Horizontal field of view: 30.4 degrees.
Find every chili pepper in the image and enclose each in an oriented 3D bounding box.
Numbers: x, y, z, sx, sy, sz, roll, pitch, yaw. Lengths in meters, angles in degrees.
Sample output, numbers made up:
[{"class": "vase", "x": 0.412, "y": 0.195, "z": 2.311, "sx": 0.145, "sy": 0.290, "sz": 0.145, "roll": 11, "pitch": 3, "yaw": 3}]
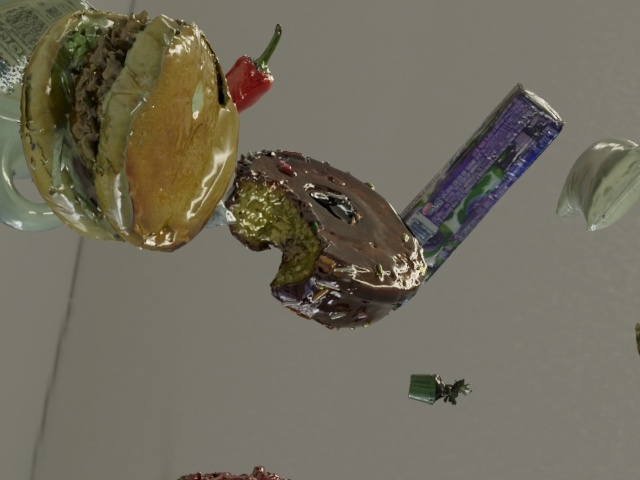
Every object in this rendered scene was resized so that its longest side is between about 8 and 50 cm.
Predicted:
[{"class": "chili pepper", "x": -0.219, "y": -0.255, "z": 2.075, "sx": 0.092, "sy": 0.368, "sz": 0.137, "roll": -100, "pitch": 169, "yaw": -60}]

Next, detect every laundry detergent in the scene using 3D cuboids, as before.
[{"class": "laundry detergent", "x": -0.281, "y": -0.110, "z": 1.077, "sx": 0.105, "sy": 0.215, "sz": 0.280, "roll": -40, "pitch": -179, "yaw": 40}]

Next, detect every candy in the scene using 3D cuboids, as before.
[{"class": "candy", "x": 0.207, "y": -0.076, "z": 1.649, "sx": 0.312, "sy": 0.088, "sz": 0.061, "roll": -49, "pitch": -168, "yaw": 18}]

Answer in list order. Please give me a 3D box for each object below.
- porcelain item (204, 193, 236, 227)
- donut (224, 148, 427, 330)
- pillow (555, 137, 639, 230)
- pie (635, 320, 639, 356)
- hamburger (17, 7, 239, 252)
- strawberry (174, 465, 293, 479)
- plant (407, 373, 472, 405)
[{"class": "porcelain item", "x": -0.090, "y": -0.052, "z": 0.961, "sx": 0.028, "sy": 0.036, "sz": 0.083, "roll": 165, "pitch": -88, "yaw": -70}, {"class": "donut", "x": 0.001, "y": 0.000, "z": 1.249, "sx": 0.230, "sy": 0.216, "sz": 0.096, "roll": 42, "pitch": -64, "yaw": 19}, {"class": "pillow", "x": 0.400, "y": -0.080, "z": 1.677, "sx": 0.144, "sy": 0.078, "sz": 0.254, "roll": -56, "pitch": -176, "yaw": 6}, {"class": "pie", "x": 0.510, "y": 0.106, "z": 1.450, "sx": 0.282, "sy": 0.068, "sz": 0.129, "roll": -35, "pitch": -99, "yaw": 47}, {"class": "hamburger", "x": -0.139, "y": -0.079, "z": 0.819, "sx": 0.113, "sy": 0.185, "sz": 0.177, "roll": 18, "pitch": -57, "yaw": 21}, {"class": "strawberry", "x": -0.133, "y": 0.421, "z": 1.629, "sx": 0.220, "sy": 0.274, "sz": 0.274, "roll": 35, "pitch": -69, "yaw": 51}, {"class": "plant", "x": 0.193, "y": 0.241, "z": 1.897, "sx": 0.051, "sy": 0.102, "sz": 0.051, "roll": 6, "pitch": 90, "yaw": -86}]
